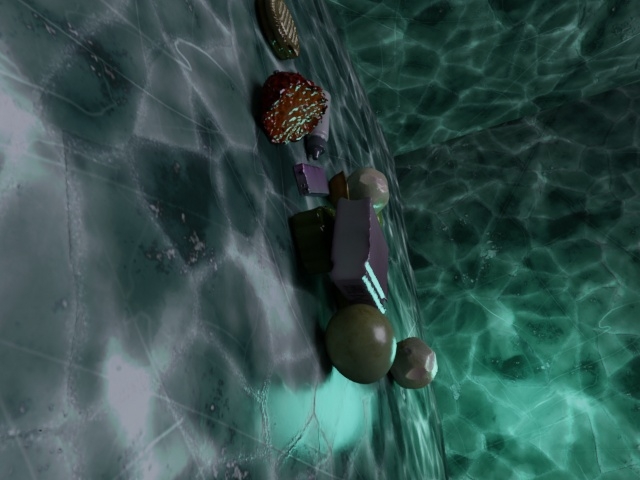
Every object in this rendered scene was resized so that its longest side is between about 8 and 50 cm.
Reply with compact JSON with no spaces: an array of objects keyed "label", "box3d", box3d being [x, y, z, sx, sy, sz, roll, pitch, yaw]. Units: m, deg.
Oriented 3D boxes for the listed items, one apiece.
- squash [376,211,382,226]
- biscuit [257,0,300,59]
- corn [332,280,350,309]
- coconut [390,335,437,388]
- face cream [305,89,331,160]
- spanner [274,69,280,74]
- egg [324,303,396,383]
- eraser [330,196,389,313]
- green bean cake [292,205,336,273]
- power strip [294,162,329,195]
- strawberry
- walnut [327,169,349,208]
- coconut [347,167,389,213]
[{"label":"squash","box3d":[0.241,-0.196,2.298,0.118,0.118,0.371,50,27,-52]},{"label":"biscuit","box3d":[-0.149,-0.787,1.648,0.259,0.079,0.259,-14,90,-72]},{"label":"corn","box3d":[0.095,0.224,1.613,0.068,0.068,0.207,-34,109,-71]},{"label":"coconut","box3d":[0.428,0.564,2.086,0.227,0.227,0.230,-85,160,-46]},{"label":"face cream","box3d":[-0.010,-0.447,1.759,0.092,0.092,0.311,46,42,-56]},{"label":"spanner","box3d":[-0.104,-0.558,1.708,0.302,0.017,0.071,20,58,-67]},{"label":"egg","box3d":[0.128,0.332,1.397,0.218,0.218,0.295,-79,160,-52]},{"label":"eraser","box3d":[0.135,0.064,1.441,0.359,0.122,0.272,58,33,-60]},{"label":"green bean cake","box3d":[0.000,0.000,1.433,0.200,0.113,0.214,-6,84,-70]},{"label":"power strip","box3d":[-0.026,-0.218,1.640,0.279,0.037,0.109,-15,90,-72]},{"label":"strawberry","box3d":[-0.117,-0.427,1.393,0.178,0.234,0.234,51,4,31]},{"label":"walnut","box3d":[0.070,-0.195,1.816,0.211,0.087,0.167,69,14,-75]},{"label":"coconut","box3d":[0.218,-0.224,2.092,0.234,0.224,0.224,-65,137,-59]}]
